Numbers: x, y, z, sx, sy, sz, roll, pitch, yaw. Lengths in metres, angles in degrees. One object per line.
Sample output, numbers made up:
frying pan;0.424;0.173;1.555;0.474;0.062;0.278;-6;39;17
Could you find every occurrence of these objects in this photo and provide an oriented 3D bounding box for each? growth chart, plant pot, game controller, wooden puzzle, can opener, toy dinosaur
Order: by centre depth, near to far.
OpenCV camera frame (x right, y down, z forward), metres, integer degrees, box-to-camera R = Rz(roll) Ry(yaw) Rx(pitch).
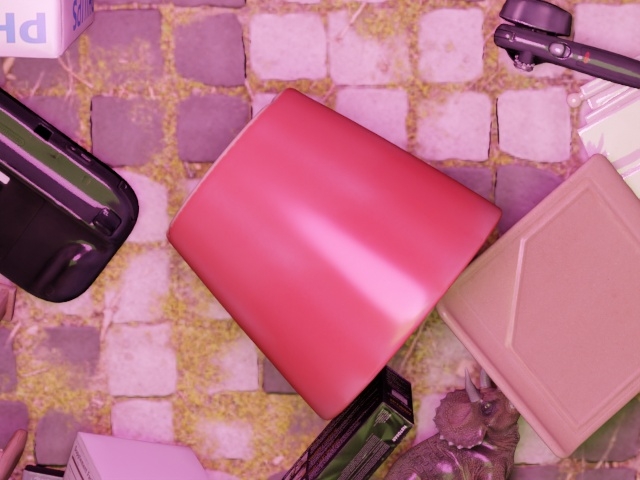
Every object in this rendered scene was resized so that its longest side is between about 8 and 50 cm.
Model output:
plant pot;0.000;0.000;1.619;0.243;0.275;0.275;39;102;0
can opener;0.261;-0.184;1.647;0.186;0.059;0.073;22;104;6
wooden puzzle;0.260;0.066;1.671;0.239;0.044;0.221;-42;103;-9
growth chart;0.356;-0.082;1.693;0.172;0.021;0.237;-20;99;6
game controller;-0.348;-0.071;1.706;0.319;0.067;0.166;37;116;-7
toy dinosaur;0.135;0.268;1.763;0.160;0.121;0.313;42;106;3

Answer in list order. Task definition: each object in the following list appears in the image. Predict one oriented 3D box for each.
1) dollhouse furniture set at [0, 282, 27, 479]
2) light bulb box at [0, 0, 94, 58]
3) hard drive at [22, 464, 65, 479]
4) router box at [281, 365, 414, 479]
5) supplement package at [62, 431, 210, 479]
dollhouse furniture set;-0.409;0.171;1.737;0.212;0.161;0.242;17;125;3
light bulb box;-0.402;-0.363;1.540;0.358;0.225;0.361;1;105;1
hard drive;-0.288;0.318;1.814;0.094;0.022;0.135;11;104;-1
router box;0.025;0.223;1.727;0.046;0.133;0.179;38;102;-7
supplement package;-0.213;0.345;1.744;0.139;0.134;0.244;13;105;-26
